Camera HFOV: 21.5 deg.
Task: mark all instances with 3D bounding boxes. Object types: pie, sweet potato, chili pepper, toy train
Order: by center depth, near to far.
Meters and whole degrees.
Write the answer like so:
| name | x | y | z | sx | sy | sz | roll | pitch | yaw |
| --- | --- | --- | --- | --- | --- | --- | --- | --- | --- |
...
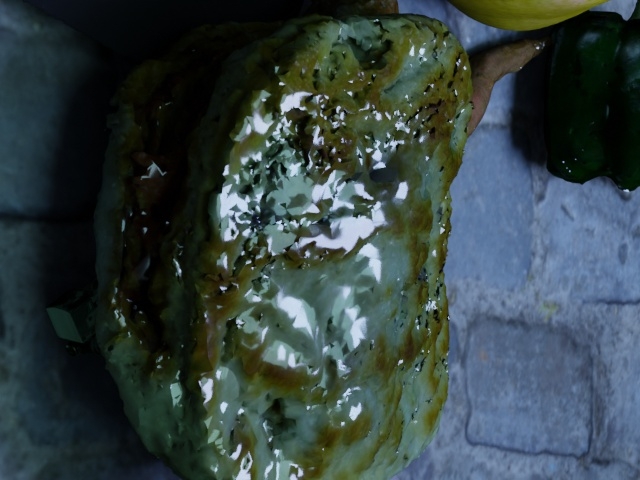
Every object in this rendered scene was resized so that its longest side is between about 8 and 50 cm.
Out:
| name | x | y | z | sx | sy | sz | roll | pitch | yaw |
| --- | --- | --- | --- | --- | --- | --- | --- | --- | --- |
| toy train | -0.163 | 0.050 | 1.261 | 0.083 | 0.033 | 0.053 | -43 | 128 | -37 |
| pie | -0.004 | 0.026 | 1.300 | 0.395 | 0.180 | 0.418 | -30 | 119 | -50 |
| sweet potato | 0.154 | -0.148 | 1.600 | 0.214 | 0.050 | 0.050 | -48 | 134 | -39 |
| chili pepper | 0.307 | -0.181 | 1.686 | 0.174 | 0.165 | 0.261 | 2 | 98 | -70 |

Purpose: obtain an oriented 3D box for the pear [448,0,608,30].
| name | x | y | z | sx | sy | sz | roll | pitch | yaw |
| --- | --- | --- | --- | --- | --- | --- | --- | --- | --- |
| pear | 0.177 | -0.315 | 1.431 | 0.285 | 0.336 | 0.285 | 6 | 69 | -17 |

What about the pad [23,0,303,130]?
| name | x | y | z | sx | sy | sz | roll | pitch | yaw |
| --- | --- | --- | --- | --- | --- | --- | --- | --- | --- |
| pad | -0.127 | -0.221 | 1.242 | 0.375 | 0.063 | 0.315 | 27 | 82 | -60 |

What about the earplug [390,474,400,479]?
| name | x | y | z | sx | sy | sz | roll | pitch | yaw |
| --- | --- | --- | --- | --- | --- | --- | --- | --- | --- |
| earplug | 0.028 | 0.312 | 1.500 | 0.172 | 0.172 | 0.301 | -23 | 111 | -47 |
